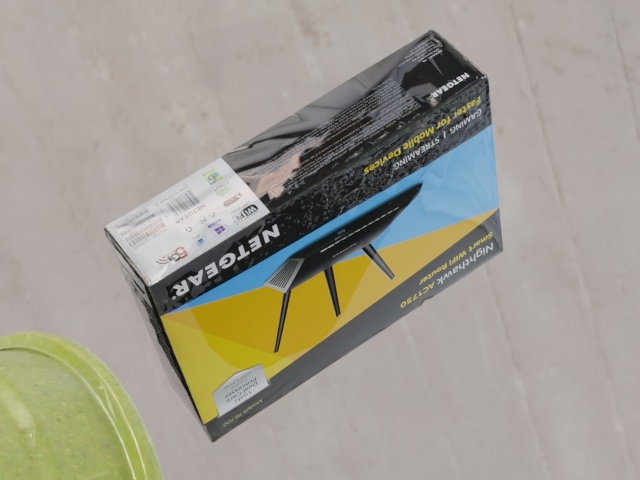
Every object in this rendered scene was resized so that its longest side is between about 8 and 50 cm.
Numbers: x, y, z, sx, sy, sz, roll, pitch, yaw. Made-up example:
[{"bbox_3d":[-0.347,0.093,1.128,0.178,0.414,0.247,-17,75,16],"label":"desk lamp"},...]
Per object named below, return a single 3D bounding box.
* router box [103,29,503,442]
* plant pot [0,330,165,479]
[{"bbox_3d":[0.000,0.000,0.718,0.179,0.046,0.133,-32,144,-14],"label":"router box"},{"bbox_3d":[-0.255,0.178,0.774,0.254,0.276,0.276,6,136,-42],"label":"plant pot"}]
